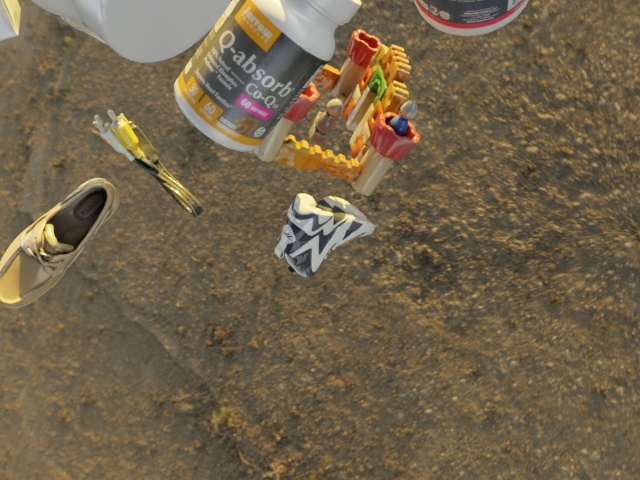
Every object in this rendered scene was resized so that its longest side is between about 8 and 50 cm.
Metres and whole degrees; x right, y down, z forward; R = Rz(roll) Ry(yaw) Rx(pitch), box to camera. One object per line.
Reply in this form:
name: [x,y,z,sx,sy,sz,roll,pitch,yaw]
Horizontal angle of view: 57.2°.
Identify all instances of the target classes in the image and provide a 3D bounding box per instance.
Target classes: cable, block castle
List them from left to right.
cable: [-0.373,-0.152,1.254,0.139,0.072,0.287,-4,125,55]
block castle: [0.020,-0.325,1.188,0.213,0.302,0.454,-56,27,35]

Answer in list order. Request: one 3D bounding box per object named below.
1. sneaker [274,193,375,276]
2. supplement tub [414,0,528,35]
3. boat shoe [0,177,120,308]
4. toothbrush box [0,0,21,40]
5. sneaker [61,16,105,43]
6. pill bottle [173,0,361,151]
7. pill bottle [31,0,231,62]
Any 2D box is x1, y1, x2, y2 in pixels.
sneaker: [0.000,0.000,1.140,0.094,0.234,0.153,43,111,24]
supplement tub: [0.220,-0.449,0.840,0.190,0.272,0.191,-4,70,11]
boat shoe: [-0.561,0.003,1.225,0.121,0.110,0.341,40,85,-15]
toothbrush box: [-0.614,-0.341,0.862,0.216,0.295,0.126,50,158,52]
sneaker: [-0.327,-0.398,0.800,0.108,0.292,0.169,-4,59,30]
pill bottle: [-0.079,-0.280,0.865,0.278,0.162,0.162,-46,70,25]
pill bottle: [-0.253,-0.348,0.554,0.363,0.210,0.210,43,110,9]
